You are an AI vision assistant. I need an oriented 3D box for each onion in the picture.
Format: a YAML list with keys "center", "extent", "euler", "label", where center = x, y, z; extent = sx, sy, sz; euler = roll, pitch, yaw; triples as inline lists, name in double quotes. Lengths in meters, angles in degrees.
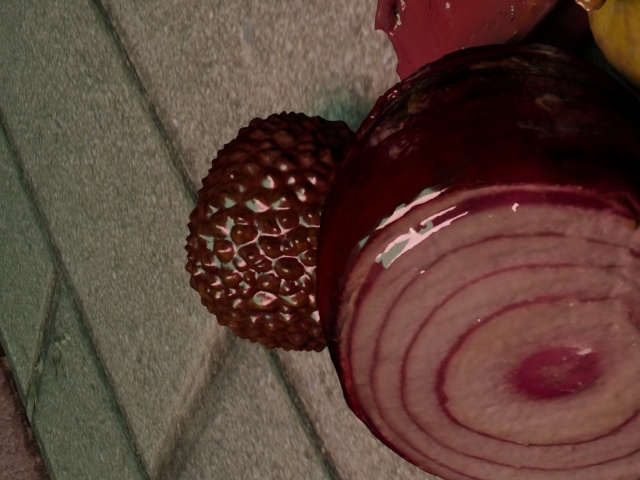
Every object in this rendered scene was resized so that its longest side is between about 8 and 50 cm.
- center: [0.141, 0.016, 0.750]
  extent: [0.337, 0.281, 0.260]
  euler: [50, -156, -27]
  label: "onion"

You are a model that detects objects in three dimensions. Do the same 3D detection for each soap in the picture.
- center: [0.152, -0.233, 0.802]
  extent: [0.182, 0.112, 0.289]
  euler: [61, 144, 20]
  label: "soap"

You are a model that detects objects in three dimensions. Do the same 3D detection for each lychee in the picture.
- center: [0.000, 0.000, 1.019]
  extent: [0.271, 0.271, 0.271]
  euler: [27, 123, 52]
  label: "lychee"

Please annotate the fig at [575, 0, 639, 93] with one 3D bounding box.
- center: [0.232, -0.160, 0.614]
  extent: [0.143, 0.230, 0.160]
  euler: [-11, 85, 19]
  label: "fig"
